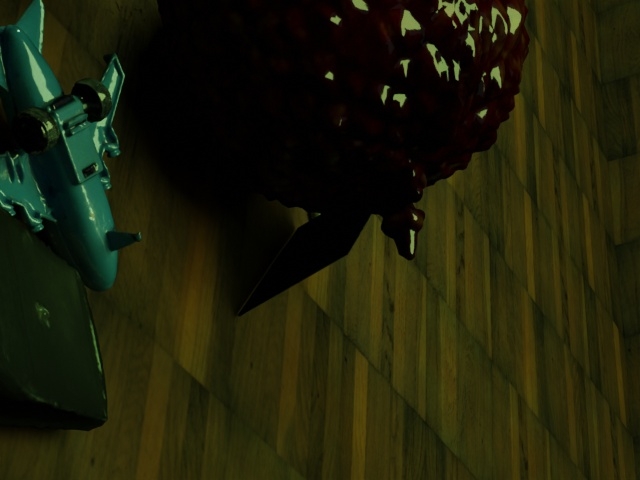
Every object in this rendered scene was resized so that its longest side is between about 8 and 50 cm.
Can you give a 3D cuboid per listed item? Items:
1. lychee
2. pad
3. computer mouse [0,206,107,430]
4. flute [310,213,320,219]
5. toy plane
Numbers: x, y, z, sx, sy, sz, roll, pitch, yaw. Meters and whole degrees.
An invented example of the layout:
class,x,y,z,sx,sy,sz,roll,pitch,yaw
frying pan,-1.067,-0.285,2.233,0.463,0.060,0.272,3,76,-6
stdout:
class,x,y,z,sx,sy,sz,roll,pitch,yaw
lychee,0.033,-0.213,1.641,0.424,0.424,0.500,4,67,-65
pad,0.000,0.000,1.752,0.004,0.163,0.243,54,28,-12
computer mouse,-0.266,0.072,1.234,0.295,0.087,0.168,48,26,-67
flute,-0.021,-0.134,1.957,0.027,0.027,0.233,15,62,-63
toy plane,-0.241,-0.079,1.362,0.254,0.105,0.271,-39,107,-50
